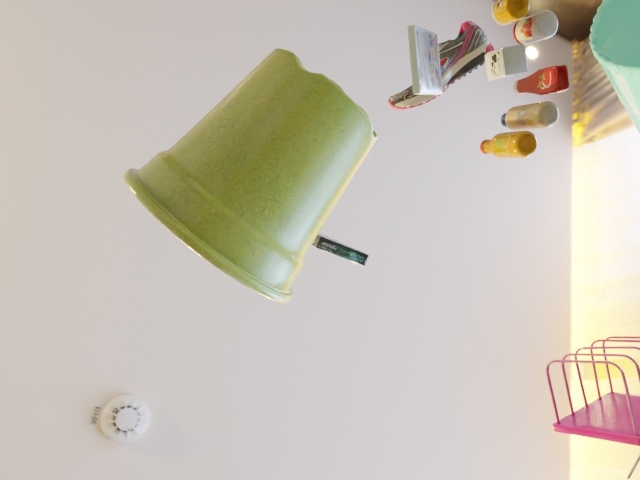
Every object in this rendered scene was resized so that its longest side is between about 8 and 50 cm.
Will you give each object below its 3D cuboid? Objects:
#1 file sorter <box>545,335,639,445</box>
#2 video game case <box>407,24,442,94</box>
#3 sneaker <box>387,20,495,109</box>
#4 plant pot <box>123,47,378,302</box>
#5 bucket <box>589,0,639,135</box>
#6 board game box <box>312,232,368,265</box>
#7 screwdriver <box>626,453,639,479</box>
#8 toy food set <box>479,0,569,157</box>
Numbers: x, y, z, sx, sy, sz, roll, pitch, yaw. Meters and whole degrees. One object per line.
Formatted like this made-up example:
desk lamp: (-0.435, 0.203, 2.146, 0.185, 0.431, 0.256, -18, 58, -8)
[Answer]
file sorter: (0.721, 0.345, 1.295, 0.291, 0.202, 0.182, -8, -93, -36)
video game case: (0.147, -0.248, 0.744, 0.122, 0.011, 0.087, -28, -67, -60)
sneaker: (0.302, -0.450, 1.410, 0.299, 0.121, 0.112, -36, -76, 8)
plant pot: (-0.068, -0.099, 0.717, 0.276, 0.276, 0.253, 39, -88, -9)
bucket: (0.328, -0.126, 0.325, 0.183, 0.281, 0.281, 41, -118, -21)
board game box: (0.000, 0.000, 1.114, 0.126, 0.186, 0.026, 21, -87, -31)
screwdriver: (0.501, 0.284, 0.803, 0.025, 0.024, 0.169, 37, -94, -19)
toy food set: (0.295, -0.247, 0.815, 0.111, 0.104, 0.232, -16, -78, -16)
